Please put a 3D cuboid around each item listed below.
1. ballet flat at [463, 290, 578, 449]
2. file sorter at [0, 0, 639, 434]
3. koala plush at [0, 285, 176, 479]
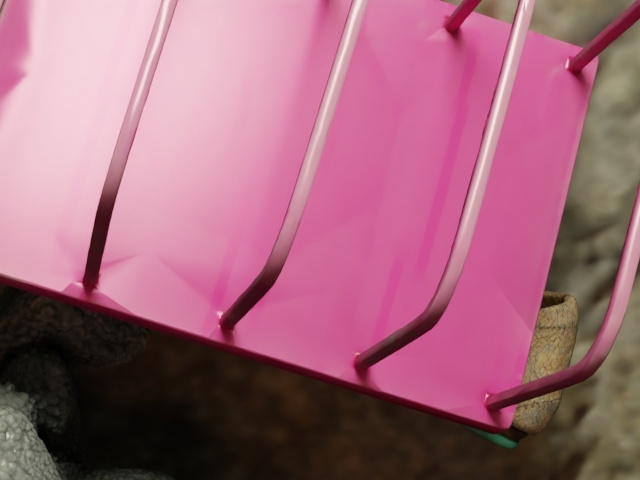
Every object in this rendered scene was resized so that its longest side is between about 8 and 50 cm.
[{"bbox_3d":[0.000,0.000,0.899,0.316,0.107,0.106,26,97,-17],"label":"ballet flat"},{"bbox_3d":[-0.007,-0.061,0.756,0.291,0.182,0.202,18,75,-7],"label":"file sorter"},{"bbox_3d":[-0.135,0.160,0.942,0.221,0.196,0.203,40,125,-18],"label":"koala plush"}]
